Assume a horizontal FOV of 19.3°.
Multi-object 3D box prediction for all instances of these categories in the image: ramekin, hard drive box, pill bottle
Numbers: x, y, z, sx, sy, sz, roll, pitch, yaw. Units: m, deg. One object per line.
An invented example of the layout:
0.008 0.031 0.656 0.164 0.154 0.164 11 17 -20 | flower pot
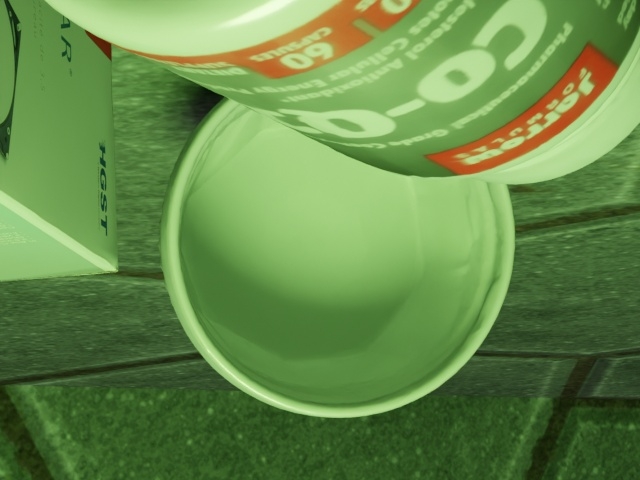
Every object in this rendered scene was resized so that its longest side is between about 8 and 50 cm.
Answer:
0.000 0.000 1.112 0.207 0.207 0.109 1 177 -15 | ramekin
-0.147 -0.092 0.670 0.089 0.181 0.232 -5 169 8 | hard drive box
0.024 -0.110 0.652 0.161 0.161 0.283 -7 167 25 | pill bottle
